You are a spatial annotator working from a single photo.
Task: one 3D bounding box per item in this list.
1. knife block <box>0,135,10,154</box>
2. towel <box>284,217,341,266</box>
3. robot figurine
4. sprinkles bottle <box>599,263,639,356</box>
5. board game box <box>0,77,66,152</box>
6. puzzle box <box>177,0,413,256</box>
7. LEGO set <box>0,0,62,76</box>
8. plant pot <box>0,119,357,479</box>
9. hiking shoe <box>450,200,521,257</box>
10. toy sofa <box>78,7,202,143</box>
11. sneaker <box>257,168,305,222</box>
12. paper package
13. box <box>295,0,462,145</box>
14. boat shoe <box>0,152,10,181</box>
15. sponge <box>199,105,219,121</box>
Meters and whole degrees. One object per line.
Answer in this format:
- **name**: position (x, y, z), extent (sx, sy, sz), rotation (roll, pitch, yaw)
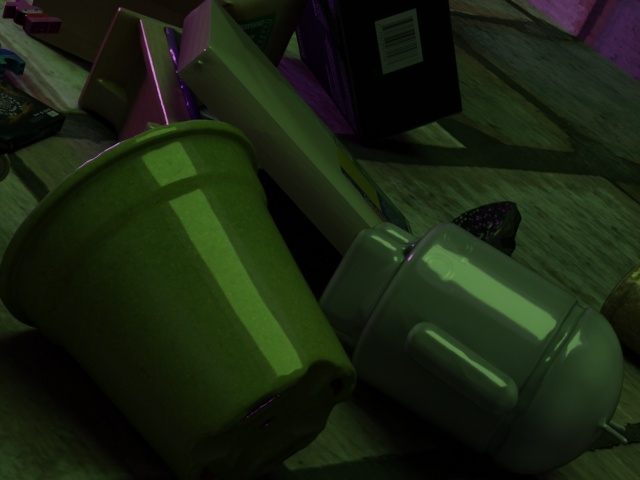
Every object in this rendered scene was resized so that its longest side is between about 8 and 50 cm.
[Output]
- **knife block**: position (-0.410, -0.117, 1.380), extent (0.088, 0.275, 0.242), rotation (38, 55, 24)
- **towel**: position (0.000, 0.000, 1.830), extent (0.067, 0.029, 0.119), rotation (31, 23, 10)
- **robot figurine**: position (0.175, 0.116, 1.555), extent (0.353, 0.199, 0.300), rotation (32, 17, 10)
- **sprinkles bottle**: position (0.546, 0.172, 1.941), extent (0.355, 0.121, 0.121), rotation (38, 25, 25)
- **board game box**: position (-0.401, -0.150, 1.715), extent (0.126, 0.026, 0.186), rotation (31, 23, 9)
- **puzzle box**: position (-0.019, -0.103, 1.758), extent (0.409, 0.052, 0.272), rotation (48, 11, -18)
- **LEGO set**: position (-0.453, -0.256, 1.815), extent (0.227, 0.087, 0.093), rotation (-10, 39, -45)
- **plant pot**: position (-0.108, 0.076, 1.304), extent (0.276, 0.276, 0.254), rotation (-5, 50, -51)
- **hiking shoe**: position (0.202, 0.045, 1.813), extent (0.086, 0.114, 0.227), rotation (-4, 37, 35)
- **toy sofa**: position (-0.176, -0.131, 1.762), extent (0.177, 0.150, 0.362), rotation (17, 25, -23)
- **sneaker**: position (-0.050, -0.054, 1.810), extent (0.071, 0.066, 0.188), rotation (17, 14, 9)
- **paper package**: position (-0.217, -0.347, 2.111), extent (0.310, 0.168, 0.325), rotation (25, 21, 12)
- **box**: position (0.068, -0.386, 2.277), extent (0.179, 0.343, 0.312), rotation (-20, 39, -10)
- **boat shoe**: position (-0.430, -0.121, 1.564), extent (0.206, 0.075, 0.065), rotation (19, 27, -7)
- **sponge**: position (-0.076, -0.146, 2.051), extent (0.210, 0.031, 0.117), rotation (25, 22, -4)
